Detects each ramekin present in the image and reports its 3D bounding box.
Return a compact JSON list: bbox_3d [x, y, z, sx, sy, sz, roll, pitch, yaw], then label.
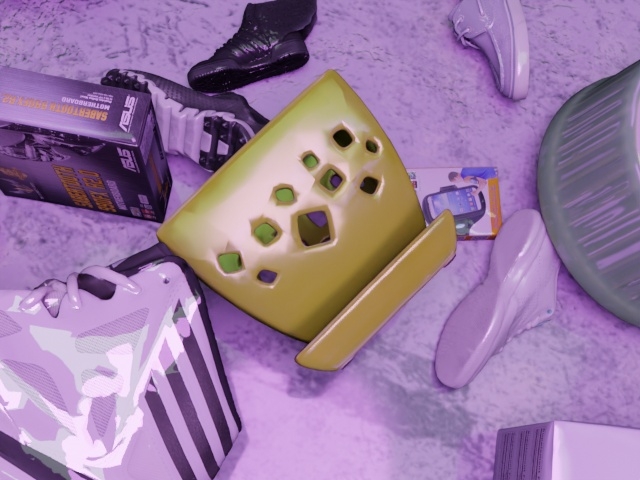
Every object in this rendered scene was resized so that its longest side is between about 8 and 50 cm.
[{"bbox_3d":[0.396,-0.063,0.971,0.303,0.148,0.304,5,72,-16],"label":"ramekin"}]

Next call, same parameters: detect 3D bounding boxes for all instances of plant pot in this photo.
[{"bbox_3d":[0.000,0.000,0.924,0.228,0.227,0.207,-45,86,-4],"label":"plant pot"}]

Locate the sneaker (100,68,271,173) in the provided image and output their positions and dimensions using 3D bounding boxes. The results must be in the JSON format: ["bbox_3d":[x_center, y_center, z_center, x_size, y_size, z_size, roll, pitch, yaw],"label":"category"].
[{"bbox_3d":[-0.139,-0.133,1.027,0.234,0.106,0.078,25,116,28],"label":"sneaker"}]

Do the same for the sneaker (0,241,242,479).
[{"bbox_3d":[-0.261,0.070,0.787,0.447,0.169,0.257,39,70,-3],"label":"sneaker"}]

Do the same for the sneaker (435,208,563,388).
[{"bbox_3d":[0.207,0.077,1.006,0.094,0.080,0.212,34,84,-25],"label":"sneaker"}]

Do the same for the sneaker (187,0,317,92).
[{"bbox_3d":[-0.077,-0.231,1.072,0.170,0.051,0.089,-15,71,-5],"label":"sneaker"}]

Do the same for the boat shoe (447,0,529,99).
[{"bbox_3d":[0.188,-0.262,1.085,0.081,0.079,0.228,-9,71,1],"label":"boat shoe"}]

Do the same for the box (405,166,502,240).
[{"bbox_3d":[0.133,-0.041,1.047,0.136,0.028,0.081,-1,77,-6],"label":"box"}]

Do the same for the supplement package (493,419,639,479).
[{"bbox_3d":[0.281,0.260,0.893,0.194,0.203,0.149,7,76,-2],"label":"supplement package"}]

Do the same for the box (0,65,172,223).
[{"bbox_3d":[-0.251,-0.091,0.933,0.183,0.231,0.056,10,73,-1],"label":"box"}]
